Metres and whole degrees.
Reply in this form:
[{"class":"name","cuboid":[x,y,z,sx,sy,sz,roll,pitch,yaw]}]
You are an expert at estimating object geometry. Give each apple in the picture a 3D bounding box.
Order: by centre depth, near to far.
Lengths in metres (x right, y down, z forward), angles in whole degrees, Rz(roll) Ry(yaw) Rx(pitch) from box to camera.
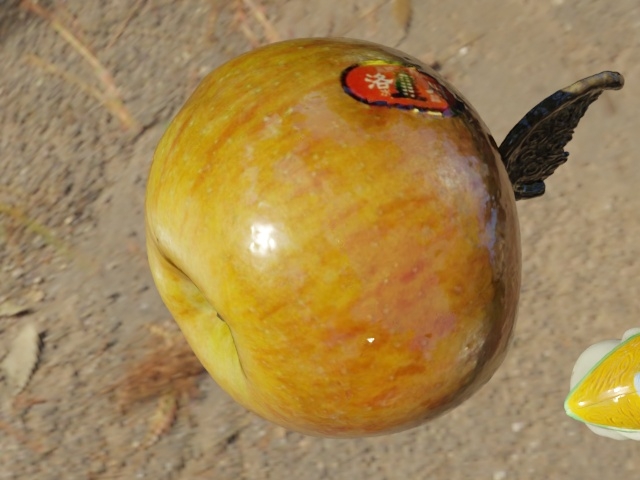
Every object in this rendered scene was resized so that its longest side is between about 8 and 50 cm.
[{"class":"apple","cuboid":[0.000,0.000,1.525,0.333,0.400,0.400,-11,85,-22]}]

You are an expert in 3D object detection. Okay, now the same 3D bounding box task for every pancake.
[{"class":"pancake","cuboid":[0.258,-0.109,1.733,0.184,0.190,0.020,-31,63,-13]}]

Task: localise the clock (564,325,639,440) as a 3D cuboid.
[{"class":"clock","cuboid":[0.321,0.122,1.438,0.231,0.144,0.103,-14,84,-26]}]
